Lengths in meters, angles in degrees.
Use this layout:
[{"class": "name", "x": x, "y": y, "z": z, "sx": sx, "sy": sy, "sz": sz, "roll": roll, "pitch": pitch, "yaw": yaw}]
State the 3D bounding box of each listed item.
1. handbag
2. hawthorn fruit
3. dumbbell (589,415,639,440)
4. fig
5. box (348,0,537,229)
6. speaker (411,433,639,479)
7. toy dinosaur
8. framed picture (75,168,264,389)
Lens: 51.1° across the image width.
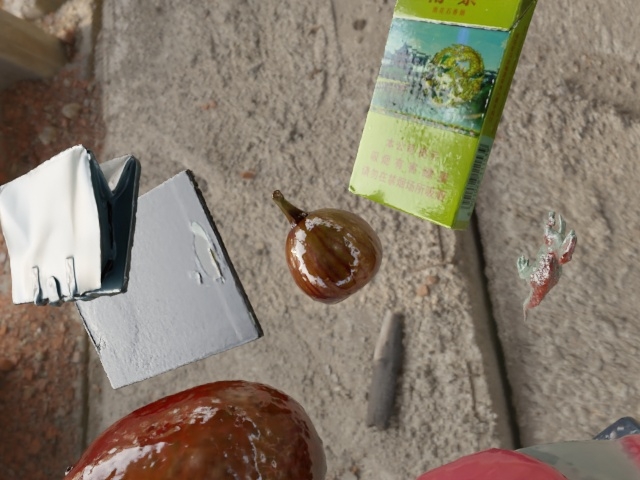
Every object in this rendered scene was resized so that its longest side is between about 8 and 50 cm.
[{"class": "handbag", "x": -0.261, "y": -0.006, "z": 0.684, "sx": 0.221, "sy": 0.057, "sz": 0.144, "roll": -11, "pitch": 81, "yaw": 43}, {"class": "hawthorn fruit", "x": -0.161, "y": 0.291, "z": 0.707, "sx": 0.369, "sy": 0.284, "sz": 0.284, "roll": -1, "pitch": 74, "yaw": 4}, {"class": "dumbbell", "x": 0.471, "y": 0.206, "z": 0.752, "sx": 0.325, "sy": 0.144, "sz": 0.160, "roll": -38, "pitch": 79, "yaw": 3}, {"class": "fig", "x": 0.002, "y": 0.004, "z": 1.127, "sx": 0.207, "sy": 0.175, "sz": 0.175, "roll": 46, "pitch": 108, "yaw": 6}, {"class": "box", "x": 0.155, "y": -0.199, "z": 0.876, "sx": 0.187, "sy": 0.047, "sz": 0.334, "roll": 24, "pitch": 104, "yaw": 41}, {"class": "speaker", "x": 0.131, "y": 0.238, "z": 0.337, "sx": 0.294, "sy": 0.294, "sz": 0.294, "roll": -12, "pitch": 70, "yaw": 35}, {"class": "toy dinosaur", "x": 0.353, "y": 0.057, "z": 1.063, "sx": 0.053, "sy": 0.167, "sz": 0.242, "roll": 9, "pitch": 121, "yaw": 2}, {"class": "framed picture", "x": -0.247, "y": 0.070, "z": 0.958, "sx": 0.324, "sy": 0.013, "sz": 0.244, "roll": -23, "pitch": 91, "yaw": 32}]
